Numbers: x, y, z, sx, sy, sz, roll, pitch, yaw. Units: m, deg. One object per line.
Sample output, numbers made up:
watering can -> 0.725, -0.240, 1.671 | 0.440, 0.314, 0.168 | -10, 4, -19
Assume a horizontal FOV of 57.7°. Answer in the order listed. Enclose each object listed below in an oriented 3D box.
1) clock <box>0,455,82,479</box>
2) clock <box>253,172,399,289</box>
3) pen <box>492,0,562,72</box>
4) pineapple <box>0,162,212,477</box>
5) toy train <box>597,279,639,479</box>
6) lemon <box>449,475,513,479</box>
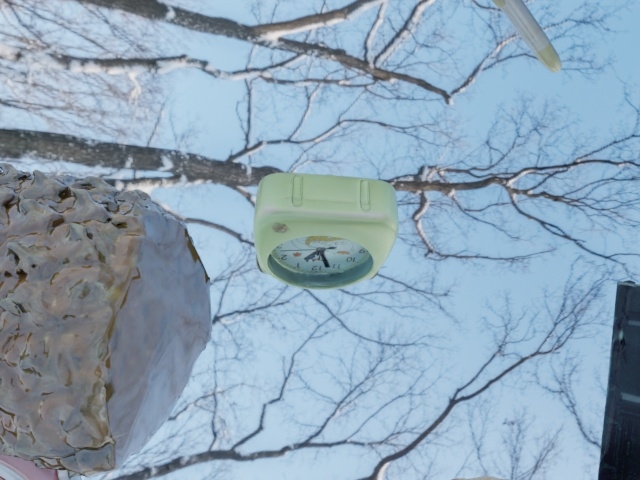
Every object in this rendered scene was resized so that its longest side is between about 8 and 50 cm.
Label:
clock -> -0.347, 0.271, 0.538 | 0.142, 0.241, 0.227 | -179, -108, -71
clock -> 0.000, 0.000, 1.241 | 0.348, 0.285, 0.117 | 103, -10, -58
pen -> 0.286, -0.327, 0.844 | 0.032, 0.233, 0.040 | -9, -132, 53
pineapple -> -0.264, 0.034, 0.432 | 0.361, 0.202, 0.202 | 12, -80, 13
toy train -> 0.362, 0.253, 0.650 | 0.086, 0.089, 0.410 | 5, -92, 34
lemon -> 0.145, 0.277, 0.496 | 0.142, 0.187, 0.142 | -15, -110, 49
